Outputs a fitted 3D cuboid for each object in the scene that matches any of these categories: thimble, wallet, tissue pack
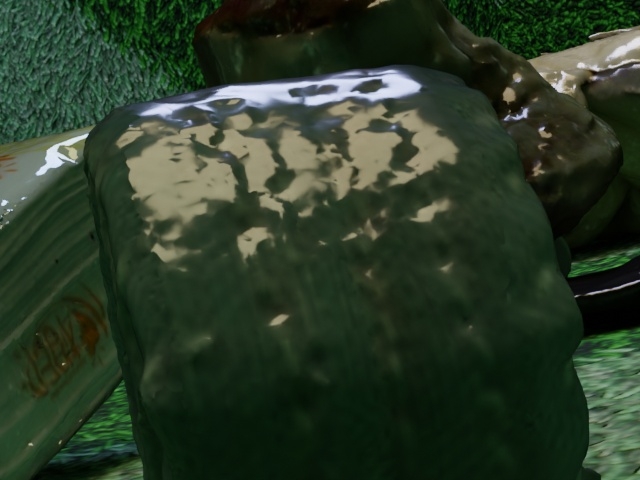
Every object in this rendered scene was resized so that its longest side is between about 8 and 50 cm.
[{"bbox_3d":[-0.001,0.039,0.639,0.143,0.198,0.235,-11,9,-9],"label":"thimble"},{"bbox_3d":[0.264,0.027,1.390,0.323,0.041,0.247,-12,0,11],"label":"wallet"},{"bbox_3d":[-0.317,0.069,1.206,0.388,0.162,0.287,-11,25,31],"label":"tissue pack"}]

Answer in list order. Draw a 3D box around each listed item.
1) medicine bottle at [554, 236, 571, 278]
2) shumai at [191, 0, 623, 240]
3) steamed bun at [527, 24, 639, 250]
[{"bbox_3d":[0.187,0.019,1.675,0.057,0.057,0.089,-13,3,-22],"label":"medicine bottle"},{"bbox_3d":[0.042,-0.105,1.612,0.397,0.323,0.324,-17,17,45],"label":"shumai"},{"bbox_3d":[0.295,-0.108,2.004,0.372,0.230,0.325,-14,3,3],"label":"steamed bun"}]
